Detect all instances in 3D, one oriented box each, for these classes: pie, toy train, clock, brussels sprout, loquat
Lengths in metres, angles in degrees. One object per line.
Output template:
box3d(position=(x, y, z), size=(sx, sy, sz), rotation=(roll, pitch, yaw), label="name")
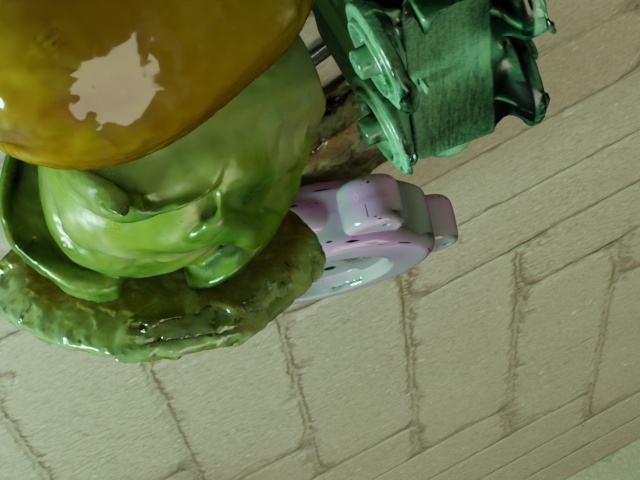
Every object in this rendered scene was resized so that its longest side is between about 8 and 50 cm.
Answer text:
box3d(position=(-0.142, 0.031, 1.796), size=(0.306, 0.306, 0.071), rotation=(-21, 123, -21), label="pie")
box3d(position=(0.074, -0.195, 1.596), size=(0.167, 0.238, 0.299), rotation=(-26, 155, -9), label="toy train")
box3d(position=(0.000, 0.000, 2.032), size=(0.248, 0.090, 0.227), rotation=(-18, 165, 25), label="clock")
box3d(position=(0.054, -0.118, 1.982), size=(0.218, 0.052, 0.185), rotation=(-36, 156, 11), label="pie")
box3d(position=(-0.128, -0.075, 1.631), size=(0.294, 0.227, 0.259), rotation=(-33, 174, -13), label="brussels sprout")
box3d(position=(-0.140, -0.187, 1.300), size=(0.284, 0.276, 0.276), rotation=(-20, 158, 1), label="loquat")

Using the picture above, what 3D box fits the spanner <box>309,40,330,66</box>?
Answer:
box3d(position=(0.016, -0.187, 1.836), size=(0.254, 0.015, 0.054), rotation=(-36, 155, 14), label="spanner")
